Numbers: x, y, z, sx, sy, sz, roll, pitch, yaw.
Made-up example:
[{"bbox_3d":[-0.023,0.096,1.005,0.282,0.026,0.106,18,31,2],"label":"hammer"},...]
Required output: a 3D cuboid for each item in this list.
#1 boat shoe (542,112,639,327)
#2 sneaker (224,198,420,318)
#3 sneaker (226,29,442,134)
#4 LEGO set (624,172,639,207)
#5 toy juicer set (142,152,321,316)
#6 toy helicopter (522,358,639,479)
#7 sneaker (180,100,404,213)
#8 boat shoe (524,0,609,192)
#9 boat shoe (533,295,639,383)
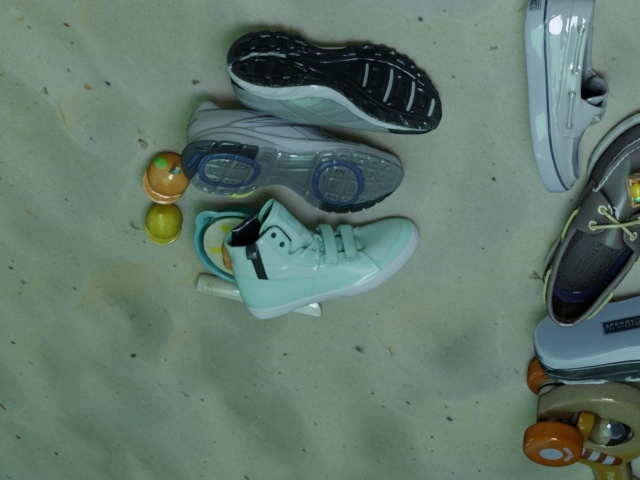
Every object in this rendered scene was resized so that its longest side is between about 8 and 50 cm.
[{"bbox_3d":[0.367,-0.019,1.756,0.117,0.096,0.324,21,133,-3],"label":"boat shoe"},{"bbox_3d":[0.000,0.000,1.839,0.256,0.094,0.151,-22,128,1],"label":"sneaker"},{"bbox_3d":[0.018,-0.186,1.726,0.272,0.100,0.108,14,155,2],"label":"sneaker"},{"bbox_3d":[0.509,-0.040,1.641,0.287,0.107,0.132,15,126,-22],"label":"LEGO set"},{"bbox_3d":[-0.143,0.010,1.939,0.209,0.089,0.329,-5,130,20],"label":"toy juicer set"},{"bbox_3d":[0.436,0.306,2.026,0.235,0.140,0.355,-4,142,18],"label":"toy helicopter"},{"bbox_3d":[-0.032,-0.121,1.781,0.297,0.129,0.111,11,133,-19],"label":"sneaker"},{"bbox_3d":[0.299,-0.171,1.649,0.088,0.096,0.267,3,123,20],"label":"boat shoe"},{"bbox_3d":[0.444,0.143,1.865,0.306,0.113,0.105,-12,142,9],"label":"boat shoe"}]
